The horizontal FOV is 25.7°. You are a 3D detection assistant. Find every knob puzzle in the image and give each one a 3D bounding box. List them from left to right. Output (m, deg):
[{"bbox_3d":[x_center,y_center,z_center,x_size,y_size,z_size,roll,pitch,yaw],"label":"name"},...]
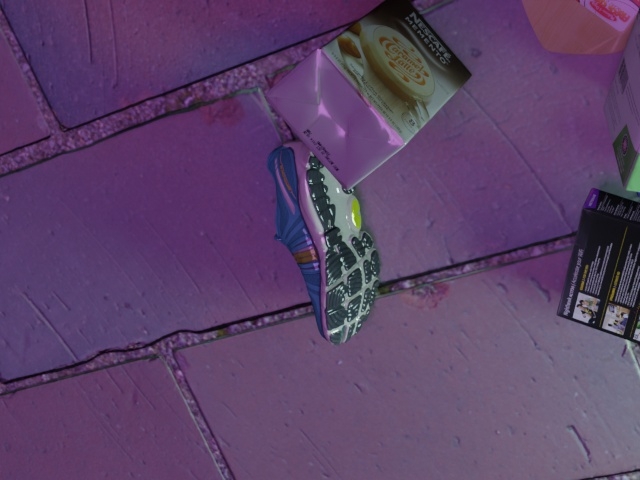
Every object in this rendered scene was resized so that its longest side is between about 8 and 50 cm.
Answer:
[{"bbox_3d":[0.303,-0.290,1.546,0.213,0.030,0.213,10,118,20],"label":"knob puzzle"}]

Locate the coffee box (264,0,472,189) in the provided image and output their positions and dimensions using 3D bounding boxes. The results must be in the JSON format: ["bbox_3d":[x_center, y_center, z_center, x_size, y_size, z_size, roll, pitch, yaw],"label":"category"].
[{"bbox_3d":[0.060,-0.175,1.585,0.098,0.246,0.141,-38,95,33],"label":"coffee box"}]

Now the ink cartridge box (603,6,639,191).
[{"bbox_3d":[0.377,-0.178,1.462,0.093,0.160,0.219,9,129,-5],"label":"ink cartridge box"}]

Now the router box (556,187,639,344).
[{"bbox_3d":[0.360,0.036,1.646,0.133,0.046,0.179,19,134,15],"label":"router box"}]

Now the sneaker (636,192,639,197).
[{"bbox_3d":[0.437,-0.044,1.585,0.162,0.063,0.073,7,120,23],"label":"sneaker"}]

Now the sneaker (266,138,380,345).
[{"bbox_3d":[0.000,0.000,1.806,0.110,0.107,0.275,4,112,45],"label":"sneaker"}]
